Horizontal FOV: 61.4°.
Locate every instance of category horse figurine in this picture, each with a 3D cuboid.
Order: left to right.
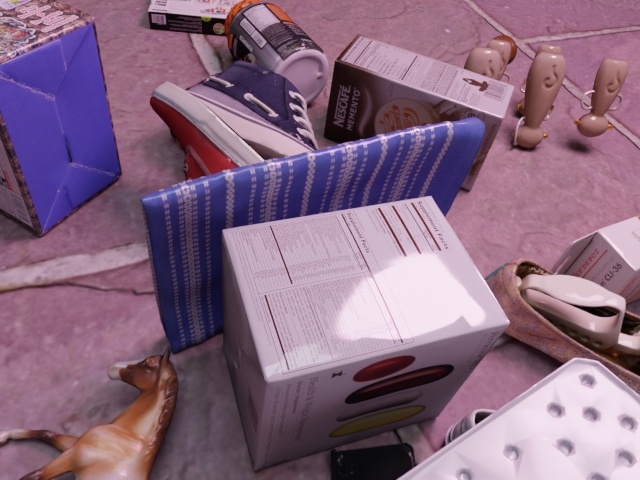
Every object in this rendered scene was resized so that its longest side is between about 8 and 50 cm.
[{"bbox_3d":[-0.194,0.226,0.435,0.174,0.066,0.263,-9,49,-10],"label":"horse figurine"}]

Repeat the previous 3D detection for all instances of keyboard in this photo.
[{"bbox_3d":[0.036,0.263,0.454,0.108,0.023,0.180,-10,41,9],"label":"keyboard"}]

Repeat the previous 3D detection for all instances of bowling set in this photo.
[{"bbox_3d":[0.345,-0.257,0.928,0.286,0.154,0.200,4,30,-5],"label":"bowling set"}]

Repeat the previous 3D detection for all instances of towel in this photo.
[{"bbox_3d":[0.000,0.000,0.549,0.335,0.243,0.040,-17,57,-22],"label":"towel"}]

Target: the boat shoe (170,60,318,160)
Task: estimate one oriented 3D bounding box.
[{"bbox_3d":[-0.046,-0.144,0.740,0.340,0.127,0.158,33,59,19],"label":"boat shoe"}]

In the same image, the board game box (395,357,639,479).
[{"bbox_3d":[0.164,0.305,0.297,0.390,0.050,0.390,-26,49,-18],"label":"board game box"}]

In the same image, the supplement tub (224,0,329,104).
[{"bbox_3d":[-0.079,-0.314,0.893,0.117,0.117,0.190,-20,55,-25],"label":"supplement tub"}]

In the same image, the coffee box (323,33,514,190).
[{"bbox_3d":[0.141,-0.193,0.812,0.246,0.141,0.098,22,49,11],"label":"coffee box"}]

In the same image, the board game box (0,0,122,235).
[{"bbox_3d":[-0.410,-0.184,0.642,0.291,0.232,0.141,28,49,13],"label":"board game box"}]

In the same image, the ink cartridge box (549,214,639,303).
[{"bbox_3d":[0.378,0.032,0.674,0.198,0.115,0.067,-16,54,-21],"label":"ink cartridge box"}]

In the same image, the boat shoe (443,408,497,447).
[{"bbox_3d":[0.234,0.220,0.509,0.226,0.076,0.083,13,48,1],"label":"boat shoe"}]

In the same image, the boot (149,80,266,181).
[{"bbox_3d":[-0.147,-0.054,0.625,0.244,0.088,0.176,44,94,11],"label":"boot"}]

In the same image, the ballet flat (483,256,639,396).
[{"bbox_3d":[0.333,0.112,0.601,0.316,0.106,0.108,24,49,10],"label":"ballet flat"}]

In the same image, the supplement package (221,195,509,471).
[{"bbox_3d":[0.022,0.088,0.507,0.203,0.194,0.149,-10,52,-18],"label":"supplement package"}]

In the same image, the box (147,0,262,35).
[{"bbox_3d":[-0.215,-0.439,1.032,0.206,0.036,0.114,3,49,-8],"label":"box"}]
